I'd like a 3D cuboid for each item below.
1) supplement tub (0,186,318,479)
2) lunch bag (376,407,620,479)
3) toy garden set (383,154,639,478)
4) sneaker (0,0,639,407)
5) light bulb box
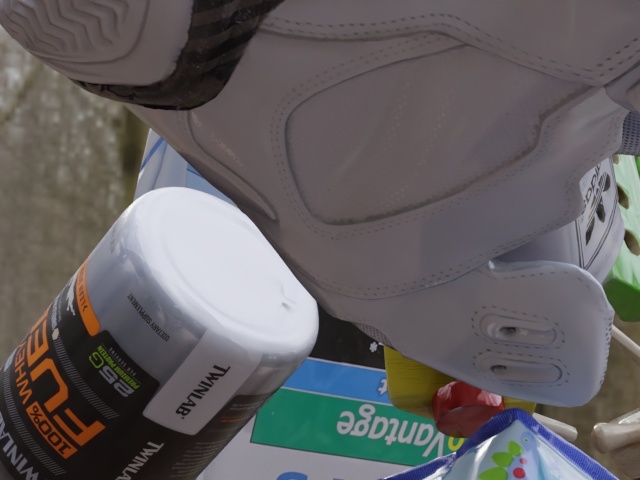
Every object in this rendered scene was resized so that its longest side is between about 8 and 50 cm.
[{"bbox_3d":[-0.097,0.074,0.788,0.117,0.117,0.190,9,-49,-46],"label":"supplement tub"},{"bbox_3d":[0.078,0.152,0.489,0.151,0.129,0.096,36,-46,-18],"label":"lunch bag"},{"bbox_3d":[0.102,0.018,0.678,0.244,0.204,0.049,26,-45,-37],"label":"toy garden set"},{"bbox_3d":[0.082,-0.066,0.437,0.365,0.137,0.210,-8,-44,43],"label":"sneaker"},{"bbox_3d":[0.000,0.000,1.172,0.225,0.361,0.358,11,5,-21],"label":"light bulb box"}]
